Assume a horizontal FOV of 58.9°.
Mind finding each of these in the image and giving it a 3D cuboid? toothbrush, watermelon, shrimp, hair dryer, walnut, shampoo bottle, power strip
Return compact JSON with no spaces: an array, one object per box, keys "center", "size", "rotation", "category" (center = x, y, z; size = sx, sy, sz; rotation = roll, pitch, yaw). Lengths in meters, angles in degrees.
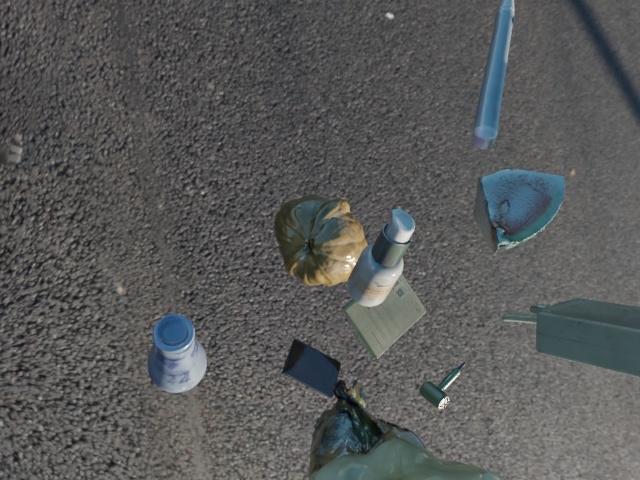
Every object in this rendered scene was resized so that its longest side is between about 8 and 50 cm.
[{"center":[0.203,-0.242,0.645],"size":[0.030,0.025,0.342],"rotation":[10,62,8],"category":"toothbrush"},{"center":[0.556,-0.114,1.630],"size":[0.213,0.290,0.320],"rotation":[51,24,-10],"category":"watermelon"},{"center":[0.082,0.388,1.112],"size":[0.221,0.445,0.109],"rotation":[-12,103,-1],"category":"shrimp"},{"center":[0.340,0.378,1.517],"size":[0.150,0.071,0.047],"rotation":[-40,134,-16],"category":"hair dryer"},{"center":[0.000,0.000,1.711],"size":[0.296,0.285,0.285],"rotation":[38,56,9],"category":"walnut"},{"center":[0.102,0.032,0.915],"size":[0.074,0.192,0.074],"rotation":[11,49,-12],"category":"shampoo bottle"},{"center":[0.237,0.080,0.500],"size":[0.075,0.175,0.042],"rotation":[-8,99,-38],"category":"power strip"}]

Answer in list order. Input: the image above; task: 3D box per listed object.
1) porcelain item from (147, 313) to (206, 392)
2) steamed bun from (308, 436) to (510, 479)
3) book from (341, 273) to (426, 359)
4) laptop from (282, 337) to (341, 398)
[{"center":[-0.330,0.263,1.303],"size":[0.142,0.259,0.141],"rotation":[6,58,-9],"category":"porcelain item"},{"center":[0.077,0.353,0.591],"size":[0.203,0.289,0.275],"rotation":[-56,138,-39],"category":"steamed bun"},{"center":[0.225,0.241,1.956],"size":[0.283,0.025,0.214],"rotation":[-33,93,-31],"category":"book"},{"center":[-0.026,0.418,1.859],"size":[0.197,0.016,0.135],"rotation":[32,50,-16],"category":"laptop"}]
